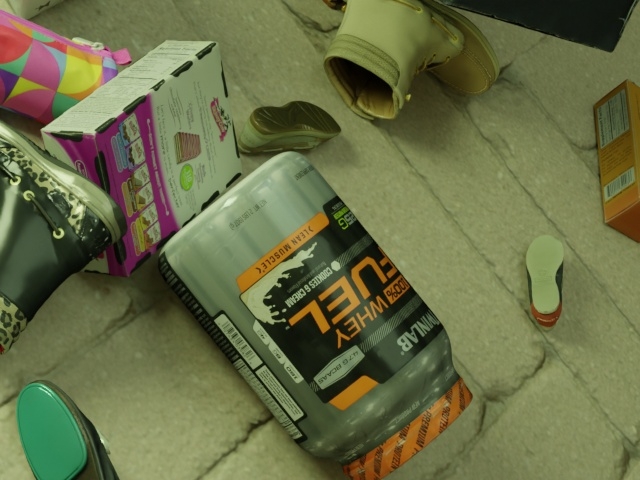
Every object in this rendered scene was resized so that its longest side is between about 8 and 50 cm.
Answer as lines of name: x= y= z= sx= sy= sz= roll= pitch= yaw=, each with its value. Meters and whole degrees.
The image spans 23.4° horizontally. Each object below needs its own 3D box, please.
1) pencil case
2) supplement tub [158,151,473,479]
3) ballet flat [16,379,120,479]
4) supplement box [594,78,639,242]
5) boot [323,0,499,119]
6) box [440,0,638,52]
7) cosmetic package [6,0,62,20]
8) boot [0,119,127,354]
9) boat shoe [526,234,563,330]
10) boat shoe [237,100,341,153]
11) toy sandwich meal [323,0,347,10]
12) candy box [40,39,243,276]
pencil case: x=-0.316 y=-0.186 z=1.559 sx=0.236 sy=0.104 sz=0.104 roll=17 pitch=51 yaw=-33
supplement tub: x=-0.001 y=0.082 z=1.570 sx=0.316 sy=0.193 sz=0.193 roll=51 pitch=41 yaw=0
ballet flat: x=-0.209 y=0.217 z=1.388 sx=0.074 sy=0.074 sz=0.203 roll=-11 pitch=63 yaw=-46
supplement box: x=0.449 y=-0.116 z=2.209 sx=0.078 sy=0.080 sz=0.233 roll=27 pitch=48 yaw=-26
boot: x=0.117 y=-0.222 z=1.979 sx=0.262 sy=0.095 sz=0.203 roll=40 pitch=47 yaw=-29
box: x=0.225 y=-0.553 z=1.899 sx=0.297 sy=0.472 sz=0.480 roll=8 pitch=23 yaw=-36
cosmetic package: x=-0.345 y=-0.442 z=1.623 sx=0.155 sy=0.197 sz=0.365 roll=-33 pitch=85 yaw=-24
boot: x=-0.320 y=-0.015 z=1.430 sx=0.236 sy=0.085 sz=0.178 roll=30 pitch=63 yaw=15
boat shoe: x=0.287 y=0.051 z=1.967 sx=0.043 sy=0.049 sz=0.137 roll=73 pitch=16 yaw=-46
boat shoe: x=-0.036 y=-0.127 z=1.814 sx=0.056 sy=0.048 sz=0.153 roll=50 pitch=32 yaw=19
toy sandwich meal: x=0.028 y=-0.334 z=2.031 sx=0.085 sy=0.029 sz=0.085 roll=26 pitch=46 yaw=-30
candy box: x=-0.176 y=-0.089 z=1.573 sx=0.233 sy=0.071 sz=0.159 roll=-45 pitch=134 yaw=-49
